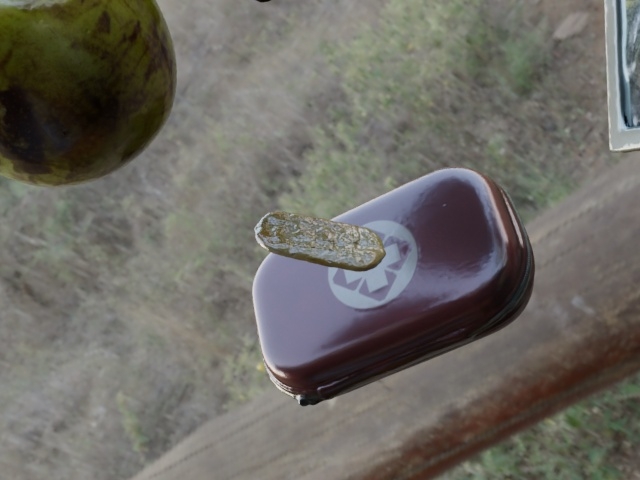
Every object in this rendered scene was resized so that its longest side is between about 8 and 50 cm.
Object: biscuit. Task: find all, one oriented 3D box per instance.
[{"bbox_3d":[0.000,0.000,1.258,0.071,0.147,0.018,-73,-6,-50],"label":"biscuit"}]

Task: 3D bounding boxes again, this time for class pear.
[{"bbox_3d":[-0.283,-0.192,1.182,0.283,0.283,0.283,-37,37,34],"label":"pear"}]

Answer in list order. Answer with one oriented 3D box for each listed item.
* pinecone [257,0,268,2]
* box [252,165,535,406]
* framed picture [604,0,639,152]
[{"bbox_3d":[-0.067,-0.479,1.323,0.398,0.398,0.398,-37,37,34],"label":"pinecone"},{"bbox_3d":[0.090,0.058,1.562,0.404,0.108,0.263,-25,52,15],"label":"box"},{"bbox_3d":[0.257,-0.225,0.743,0.240,0.020,0.324,-177,85,-69],"label":"framed picture"}]
